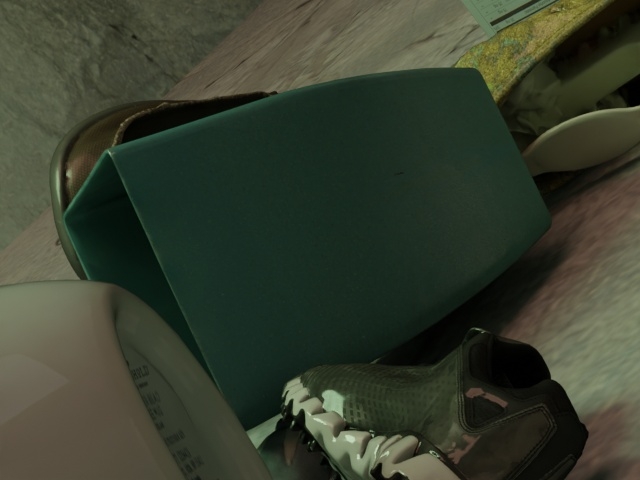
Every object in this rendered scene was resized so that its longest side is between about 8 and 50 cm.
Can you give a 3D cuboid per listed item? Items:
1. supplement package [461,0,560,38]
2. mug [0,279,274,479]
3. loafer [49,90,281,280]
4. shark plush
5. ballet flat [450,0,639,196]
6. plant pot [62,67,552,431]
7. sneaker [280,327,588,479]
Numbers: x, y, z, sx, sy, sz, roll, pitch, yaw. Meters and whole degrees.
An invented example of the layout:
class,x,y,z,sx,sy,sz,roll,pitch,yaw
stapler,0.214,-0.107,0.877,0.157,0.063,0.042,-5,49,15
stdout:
class,x,y,z,sx,sy,sz,roll,pitch,yaw
supplement package,0.190,-0.297,1.407,0.198,0.262,0.199,-25,18,46
mug,-0.167,0.182,0.810,0.328,0.276,0.374,-32,-18,6
loafer,-0.030,-0.052,1.260,0.130,0.134,0.366,-16,1,40
shark plush,0.004,0.128,0.979,0.067,0.073,0.161,9,28,41
ballet flat,0.220,-0.131,1.125,0.348,0.123,0.123,-33,13,23
plant pot,0.000,0.000,1.073,0.234,0.165,0.166,-23,-5,-21
sneaker,0.056,0.087,0.864,0.106,0.078,0.234,-38,16,-10
